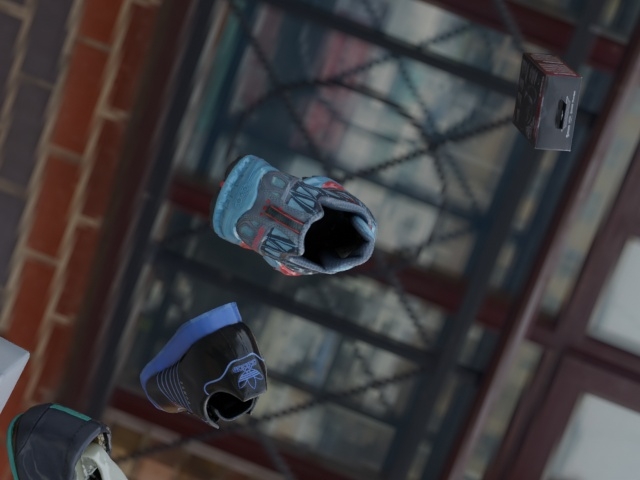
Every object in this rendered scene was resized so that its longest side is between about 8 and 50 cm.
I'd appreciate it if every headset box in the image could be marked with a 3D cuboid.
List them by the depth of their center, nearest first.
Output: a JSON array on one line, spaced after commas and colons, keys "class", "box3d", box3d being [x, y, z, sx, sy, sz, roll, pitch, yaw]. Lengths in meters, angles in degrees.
[{"class": "headset box", "box3d": [0.183, -0.111, 1.473, 0.083, 0.032, 0.062, -117, -149, -69]}]

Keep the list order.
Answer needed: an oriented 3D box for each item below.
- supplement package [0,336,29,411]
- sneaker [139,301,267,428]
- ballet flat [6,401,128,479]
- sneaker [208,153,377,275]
[{"class": "supplement package", "box3d": [-0.367, 0.111, 1.201, 0.198, 0.263, 0.199, -62, 180, 6]}, {"class": "sneaker", "box3d": [-0.107, 0.136, 1.696, 0.081, 0.090, 0.232, -21, 167, -21]}, {"class": "ballet flat", "box3d": [-0.131, 0.191, 1.066, 0.074, 0.074, 0.203, -63, 146, -70]}, {"class": "sneaker", "box3d": [0.000, 0.000, 1.733, 0.262, 0.125, 0.104, 13, 103, -62]}]
